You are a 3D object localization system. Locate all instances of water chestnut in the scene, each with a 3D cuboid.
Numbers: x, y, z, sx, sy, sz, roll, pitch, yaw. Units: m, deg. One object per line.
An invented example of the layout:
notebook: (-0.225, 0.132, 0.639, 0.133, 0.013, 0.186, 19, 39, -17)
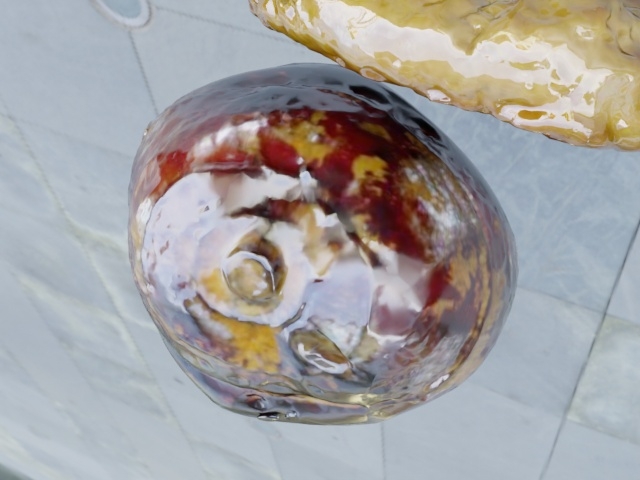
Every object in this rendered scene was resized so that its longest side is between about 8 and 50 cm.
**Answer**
water chestnut: (0.000, 0.000, 0.591, 0.289, 0.244, 0.289, 13, 154, 7)

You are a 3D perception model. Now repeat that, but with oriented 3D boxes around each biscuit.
biscuit: (0.122, -0.127, 0.454, 0.289, 0.334, 0.081, 23, 116, 22)
